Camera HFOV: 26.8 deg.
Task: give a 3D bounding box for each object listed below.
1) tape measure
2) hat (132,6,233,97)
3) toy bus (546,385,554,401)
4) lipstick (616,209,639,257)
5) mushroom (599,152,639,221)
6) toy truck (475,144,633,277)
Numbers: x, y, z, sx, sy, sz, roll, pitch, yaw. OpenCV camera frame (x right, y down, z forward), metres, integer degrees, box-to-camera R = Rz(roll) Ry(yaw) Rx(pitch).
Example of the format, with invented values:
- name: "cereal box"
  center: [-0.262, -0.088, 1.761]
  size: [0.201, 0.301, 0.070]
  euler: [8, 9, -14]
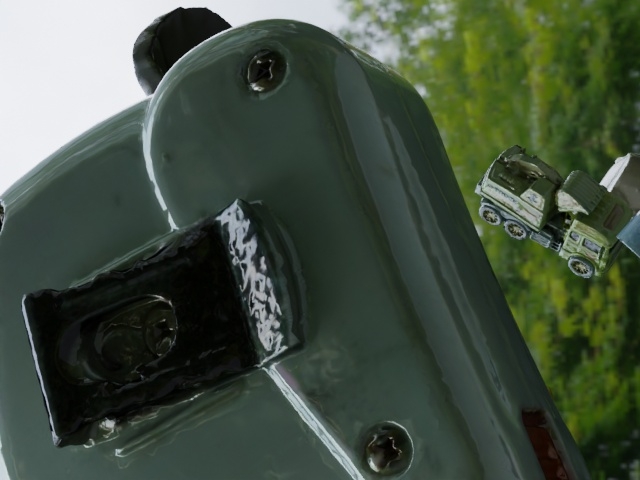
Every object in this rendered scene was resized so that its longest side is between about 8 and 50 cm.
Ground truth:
- name: "tape measure"
  center: [-0.027, 0.049, 0.551]
  size: [0.125, 0.246, 0.243]
  euler: [21, -136, -62]
- name: "hat"
  center: [-0.081, 0.024, 1.108]
  size: [0.382, 0.257, 0.366]
  euler: [42, -164, -31]
- name: "toy bus"
  center: [0.209, 0.200, 1.367]
  size: [0.052, 0.058, 0.102]
  euler: [69, -153, -50]
- name: "lipstick"
  center: [0.442, -0.086, 1.482]
  size: [0.061, 0.274, 0.068]
  euler: [45, -171, 19]
- name: "mushroom"
  center: [0.588, -0.021, 2.031]
  size: [0.137, 0.407, 0.154]
  euler: [-63, -26, -3]
- name: "toy truck"
  center: [0.285, -0.048, 1.632]
  size: [0.085, 0.191, 0.116]
  euler: [-50, -18, -27]
